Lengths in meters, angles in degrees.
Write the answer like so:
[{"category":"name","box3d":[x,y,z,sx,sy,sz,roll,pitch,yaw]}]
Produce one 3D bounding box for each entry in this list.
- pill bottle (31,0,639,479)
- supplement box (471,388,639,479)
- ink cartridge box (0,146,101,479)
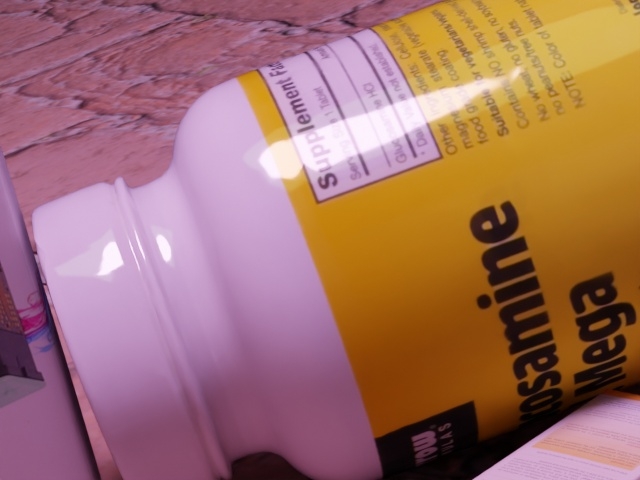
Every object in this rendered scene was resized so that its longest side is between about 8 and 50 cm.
[{"category":"pill bottle","box3d":[0.055,-0.005,0.789,0.334,0.188,0.188,-21,20,-3]},{"category":"supplement box","box3d":[0.109,0.098,0.706,0.098,0.036,0.062,-27,23,-36]},{"category":"ink cartridge box","box3d":[-0.224,0.025,0.779,0.201,0.278,0.117,-17,23,-9]}]
